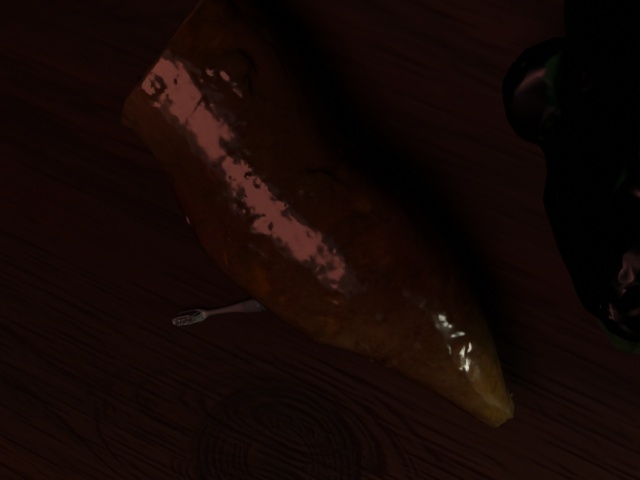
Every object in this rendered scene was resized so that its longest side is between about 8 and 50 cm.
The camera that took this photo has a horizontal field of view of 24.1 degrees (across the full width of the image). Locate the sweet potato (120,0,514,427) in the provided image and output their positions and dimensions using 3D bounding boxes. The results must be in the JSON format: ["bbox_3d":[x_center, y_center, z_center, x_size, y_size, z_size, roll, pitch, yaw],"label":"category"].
[{"bbox_3d":[0.001,-0.001,0.967,0.131,0.131,0.336,-36,92,39],"label":"sweet potato"}]

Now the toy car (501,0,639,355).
[{"bbox_3d":[0.205,-0.119,0.737,0.176,0.213,0.358,-1,124,-7],"label":"toy car"}]

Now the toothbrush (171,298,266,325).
[{"bbox_3d":[-0.043,0.046,1.085,0.167,0.014,0.011,-12,100,35],"label":"toothbrush"}]
